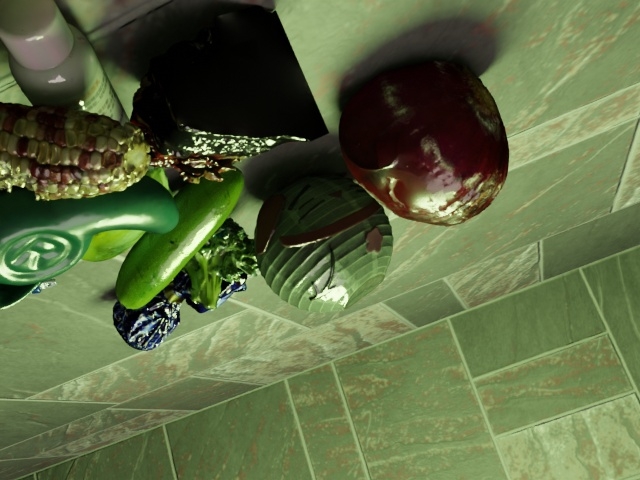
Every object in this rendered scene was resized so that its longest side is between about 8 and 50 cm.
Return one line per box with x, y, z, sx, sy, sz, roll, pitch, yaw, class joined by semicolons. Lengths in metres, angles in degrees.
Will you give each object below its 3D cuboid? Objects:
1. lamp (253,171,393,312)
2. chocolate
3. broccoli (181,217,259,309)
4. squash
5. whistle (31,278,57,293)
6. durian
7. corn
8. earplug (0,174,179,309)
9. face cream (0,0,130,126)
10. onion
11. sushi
0.000;0.000;1.117;0.233;0.233;0.265;-36;175;41;lamp
-0.258;0.095;1.295;0.343;0.148;0.126;-31;113;35;chocolate
-0.189;0.033;1.129;0.154;0.160;0.167;-2;163;36;broccoli
-0.221;-0.003;1.027;0.292;0.082;0.082;-46;152;16;squash
-0.497;0.080;1.169;0.083;0.029;0.033;-10;127;-11;whistle
-0.292;-0.028;0.954;0.139;0.101;0.250;-2;159;-41;durian
-0.307;-0.082;0.629;0.289;0.098;0.098;4;156;-9;corn
-0.331;-0.026;0.758;0.280;0.257;0.164;16;140;23;earplug
-0.252;-0.148;0.699;0.081;0.082;0.269;-16;160;-7;face cream
0.146;-0.125;0.948;0.216;0.207;0.206;-37;157;29;onion
-0.124;-0.142;0.746;0.172;0.153;0.150;-31;-169;-38;sushi
